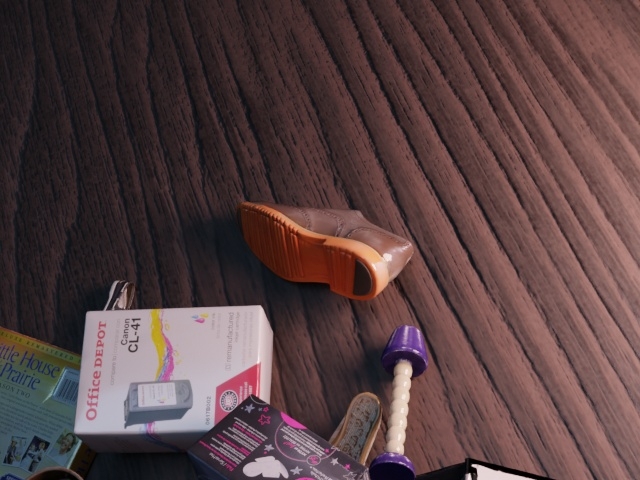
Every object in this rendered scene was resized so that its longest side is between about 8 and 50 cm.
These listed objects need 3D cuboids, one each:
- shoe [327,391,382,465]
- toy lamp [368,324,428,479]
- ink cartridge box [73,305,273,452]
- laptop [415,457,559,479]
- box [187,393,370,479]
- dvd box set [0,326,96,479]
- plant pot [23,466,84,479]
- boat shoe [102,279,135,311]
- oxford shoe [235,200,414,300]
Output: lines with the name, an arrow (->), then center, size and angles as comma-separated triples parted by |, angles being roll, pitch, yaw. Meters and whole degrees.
shoe -> 0.039, 0.348, 1.628 | 0.077, 0.058, 0.219 | 28, 79, 17
toy lamp -> 0.126, 0.249, 1.592 | 0.080, 0.080, 0.274 | -8, 43, 17
ink cartridge box -> -0.241, 0.235, 1.714 | 0.307, 0.131, 0.226 | -2, 64, 4
laptop -> 0.213, 0.534, 1.427 | 0.408, 0.236, 0.381 | 14, 51, -3
box -> -0.054, 0.370, 1.492 | 0.247, 0.163, 0.142 | 26, 51, 39
dvd box set -> -0.558, 0.386, 1.833 | 0.308, 0.062, 0.420 | 13, 70, 27
plant pot -> -0.405, 0.472, 1.668 | 0.167, 0.165, 0.166 | -9, 62, 17
boat shoe -> -0.376, 0.131, 1.904 | 0.038, 0.046, 0.125 | -5, 54, 24
oxford shoe -> 0.000, 0.000, 1.803 | 0.364, 0.129, 0.133 | 24, 42, 36
